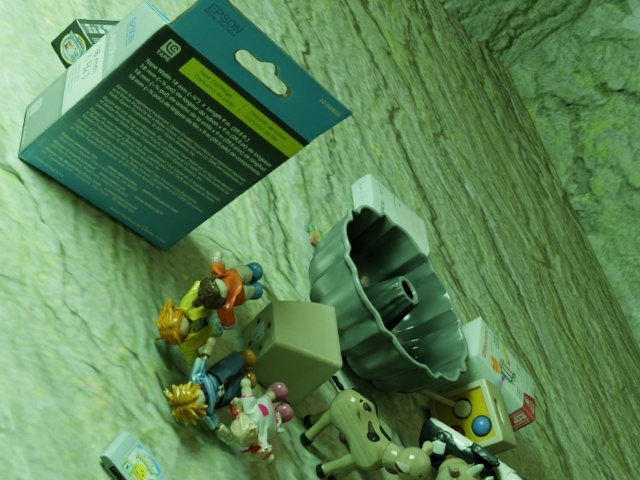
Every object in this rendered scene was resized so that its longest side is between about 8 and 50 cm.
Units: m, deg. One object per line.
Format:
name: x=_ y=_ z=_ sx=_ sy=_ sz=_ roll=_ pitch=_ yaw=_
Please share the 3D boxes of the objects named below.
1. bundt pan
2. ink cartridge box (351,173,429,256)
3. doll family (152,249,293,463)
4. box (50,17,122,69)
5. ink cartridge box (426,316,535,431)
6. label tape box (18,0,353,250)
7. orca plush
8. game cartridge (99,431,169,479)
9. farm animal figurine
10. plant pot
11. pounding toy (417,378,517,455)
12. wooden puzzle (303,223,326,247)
bundt pan: x=0.098 y=0.110 z=1.554 sx=0.331 sy=0.124 sz=0.331 roll=42 pitch=28 yaw=-29
ink cartridge box: x=0.146 y=0.002 z=1.853 sx=0.189 sy=0.066 sz=0.232 roll=39 pitch=26 yaw=-33
doll family: x=-0.131 y=0.149 z=1.144 sx=0.163 sy=0.118 sz=0.263 roll=-15 pitch=91 yaw=-70
box: x=-0.248 y=-0.224 z=1.409 sx=0.216 sy=0.060 sz=0.270 roll=58 pitch=25 yaw=3
ink cartridge box: x=0.288 y=0.257 z=1.713 sx=0.176 sy=0.127 sz=0.128 roll=48 pitch=26 yaw=-15
label tape box: x=-0.165 y=-0.160 z=1.153 sx=0.240 sy=0.334 sz=0.106 roll=37 pitch=31 yaw=-36
orca plush: x=0.263 y=0.397 z=1.460 sx=0.287 sy=0.102 sz=0.151 roll=36 pitch=-10 yaw=-4
game cartridge: x=-0.194 y=0.245 z=0.998 sx=0.083 sy=0.017 sz=0.056 roll=53 pitch=21 yaw=-8
farm animal figurine: x=0.139 y=0.358 z=1.271 sx=0.330 sy=0.172 sz=0.327 roll=38 pitch=30 yaw=-34
plant pot: x=-0.045 y=0.144 z=1.289 sx=0.096 sy=0.109 sz=0.109 roll=24 pitch=38 yaw=-29
pounding toy: x=0.239 y=0.296 z=1.598 sx=0.100 sy=0.130 sz=0.141 roll=33 pitch=38 yaw=-52
wooden puzzle: x=0.000 y=0.000 z=1.647 sx=0.083 sy=0.006 sz=0.049 roll=39 pitch=30 yaw=-32
